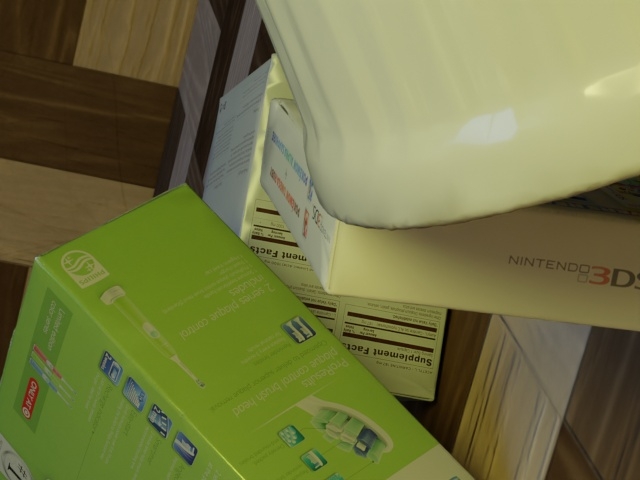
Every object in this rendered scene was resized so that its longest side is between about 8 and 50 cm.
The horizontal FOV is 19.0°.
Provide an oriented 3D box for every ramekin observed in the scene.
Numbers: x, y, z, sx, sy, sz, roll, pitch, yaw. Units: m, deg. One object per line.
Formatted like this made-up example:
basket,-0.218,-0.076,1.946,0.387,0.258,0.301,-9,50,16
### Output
ramekin,0.097,-0.127,0.597,0.135,0.277,0.277,64,176,-13

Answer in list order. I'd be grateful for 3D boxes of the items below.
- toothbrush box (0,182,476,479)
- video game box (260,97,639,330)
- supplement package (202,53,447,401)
toothbrush box,-0.055,0.143,1.116,0.283,0.122,0.206,45,140,21
video game box,0.089,-0.009,0.758,0.187,0.205,0.048,-128,46,-76
supplement package,0.000,0.000,1.302,0.194,0.149,0.203,161,119,-76
